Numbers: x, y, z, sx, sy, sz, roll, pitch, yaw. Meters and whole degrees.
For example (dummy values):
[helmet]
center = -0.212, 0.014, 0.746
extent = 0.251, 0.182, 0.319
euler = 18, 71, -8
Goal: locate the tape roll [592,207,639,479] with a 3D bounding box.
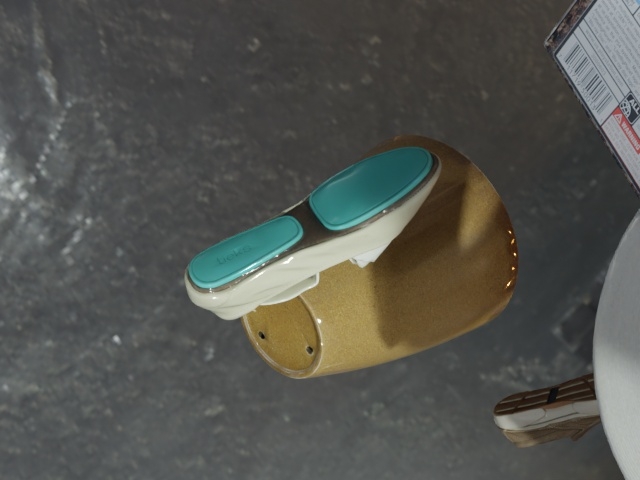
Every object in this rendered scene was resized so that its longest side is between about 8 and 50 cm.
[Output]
[tape roll]
center = 0.381, 0.073, 0.878
extent = 0.392, 0.392, 0.072
euler = -44, 144, 4

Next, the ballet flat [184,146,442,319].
[ballet flat]
center = 0.000, 0.000, 1.141
extent = 0.248, 0.086, 0.086
euler = -25, 143, 2

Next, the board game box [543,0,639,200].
[board game box]
center = 0.282, -0.108, 0.643
extent = 0.141, 0.232, 0.291
euler = -16, 158, -28

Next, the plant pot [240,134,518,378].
[plant pot]
center = 0.043, 0.039, 1.381
extent = 0.254, 0.237, 0.237
euler = -29, 145, -41

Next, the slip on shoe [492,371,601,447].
[slip on shoe]
center = 0.207, 0.141, 1.056
extent = 0.135, 0.041, 0.051
euler = -18, -164, 30
